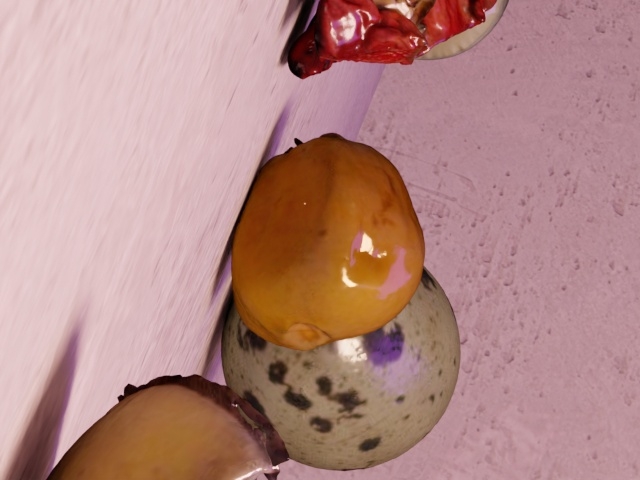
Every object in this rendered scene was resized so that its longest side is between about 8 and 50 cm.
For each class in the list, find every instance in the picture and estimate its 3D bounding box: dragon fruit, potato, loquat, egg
[{"bbox_3d":[0.017,-0.139,0.938,0.192,0.122,0.092,-56,127,-69],"label":"dragon fruit"},{"bbox_3d":[-0.094,0.158,0.604,0.100,0.120,0.261,-20,129,-35],"label":"potato"},{"bbox_3d":[0.000,0.000,1.079,0.137,0.113,0.137,-32,-129,52],"label":"loquat"},{"bbox_3d":[0.012,0.077,1.278,0.228,0.177,0.177,58,52,-72],"label":"egg"}]

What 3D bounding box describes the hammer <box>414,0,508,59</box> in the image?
[{"bbox_3d":[0.103,-0.277,1.158,0.202,0.113,0.305,-74,179,-72],"label":"hammer"}]
